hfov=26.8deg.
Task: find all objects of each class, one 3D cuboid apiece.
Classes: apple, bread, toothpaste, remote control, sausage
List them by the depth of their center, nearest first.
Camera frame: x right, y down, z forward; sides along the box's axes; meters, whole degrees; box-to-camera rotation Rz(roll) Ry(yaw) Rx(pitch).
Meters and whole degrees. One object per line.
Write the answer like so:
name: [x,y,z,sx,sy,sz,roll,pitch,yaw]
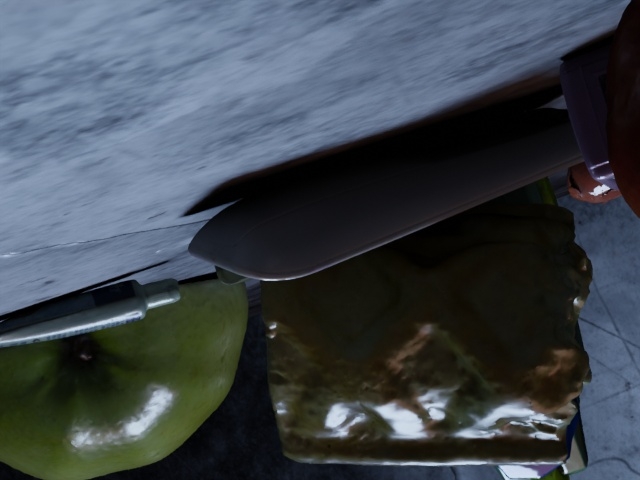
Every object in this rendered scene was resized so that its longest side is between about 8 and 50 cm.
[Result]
remote control: [0.061,-0.044,0.941,0.313,0.055,0.109,-21,-165,-22]
bread: [0.075,0.068,1.025,0.252,0.196,0.238,1,-168,3]
toothpaste: [-0.227,0.069,1.167,0.216,0.037,0.062,-15,175,-14]
apple: [-0.263,0.140,1.591,0.360,0.311,0.320,101,14,-87]
sausage: [0.360,-0.093,1.609,0.141,0.076,0.076,-21,176,29]

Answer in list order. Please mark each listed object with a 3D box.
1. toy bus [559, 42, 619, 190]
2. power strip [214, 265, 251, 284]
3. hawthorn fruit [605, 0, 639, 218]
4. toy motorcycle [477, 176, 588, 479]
toy bus: [0.253,-0.101,0.819,0.199,0.096,0.108,-19,173,24]
power strip: [0.000,0.000,1.351,0.092,0.034,0.268,-23,175,31]
hawthorn fruit: [0.205,-0.063,0.608,0.200,0.179,0.179,8,157,-45]
toy motorcycle: [0.156,0.086,1.215,0.191,0.326,0.200,-21,174,11]
